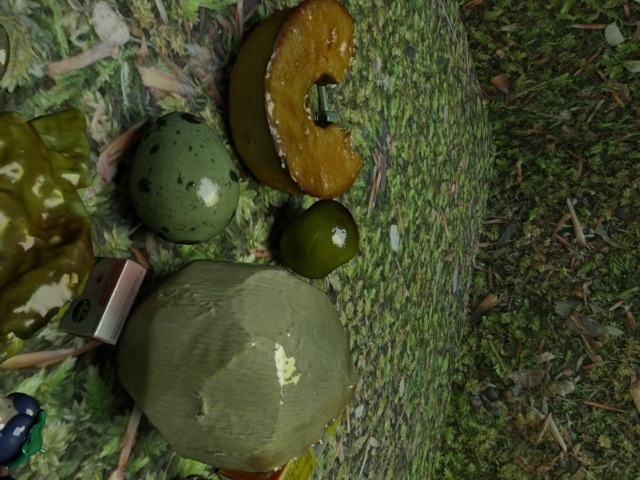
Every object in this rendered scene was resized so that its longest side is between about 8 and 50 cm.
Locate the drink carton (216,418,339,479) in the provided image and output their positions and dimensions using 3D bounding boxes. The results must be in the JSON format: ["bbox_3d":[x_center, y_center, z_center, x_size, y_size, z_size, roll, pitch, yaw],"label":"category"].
[{"bbox_3d":[-0.066,0.423,1.211,0.351,0.154,0.111,-54,136,-43],"label":"drink carton"}]

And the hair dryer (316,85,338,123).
[{"bbox_3d":[0.011,-0.368,1.413,0.063,0.038,0.124,-22,104,-59],"label":"hair dryer"}]

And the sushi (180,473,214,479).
[{"bbox_3d":[-0.253,0.522,0.924,0.225,0.136,0.126,-40,124,-43],"label":"sushi"}]

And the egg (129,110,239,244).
[{"bbox_3d":[-0.225,-0.105,0.887,0.177,0.177,0.228,12,68,-59],"label":"egg"}]

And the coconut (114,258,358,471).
[{"bbox_3d":[-0.120,0.197,0.867,0.346,0.360,0.346,5,90,-77],"label":"coconut"}]

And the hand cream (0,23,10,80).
[{"bbox_3d":[-0.459,-0.236,0.582,0.203,0.084,0.084,11,83,-53],"label":"hand cream"}]

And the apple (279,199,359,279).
[{"bbox_3d":[0.000,0.000,1.251,0.157,0.196,0.196,55,34,5],"label":"apple"}]

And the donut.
[{"bbox_3d":[-0.058,-0.306,1.175,0.377,0.163,0.435,-17,108,-57],"label":"donut"}]

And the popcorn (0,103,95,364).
[{"bbox_3d":[-0.395,-0.027,0.547,0.325,0.290,0.321,45,9,-19],"label":"popcorn"}]

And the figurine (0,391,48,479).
[{"bbox_3d":[-0.417,0.205,0.652,0.102,0.111,0.195,-36,114,-5],"label":"figurine"}]

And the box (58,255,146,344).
[{"bbox_3d":[-0.328,0.088,0.806,0.043,0.089,0.125,45,53,-50],"label":"box"}]
